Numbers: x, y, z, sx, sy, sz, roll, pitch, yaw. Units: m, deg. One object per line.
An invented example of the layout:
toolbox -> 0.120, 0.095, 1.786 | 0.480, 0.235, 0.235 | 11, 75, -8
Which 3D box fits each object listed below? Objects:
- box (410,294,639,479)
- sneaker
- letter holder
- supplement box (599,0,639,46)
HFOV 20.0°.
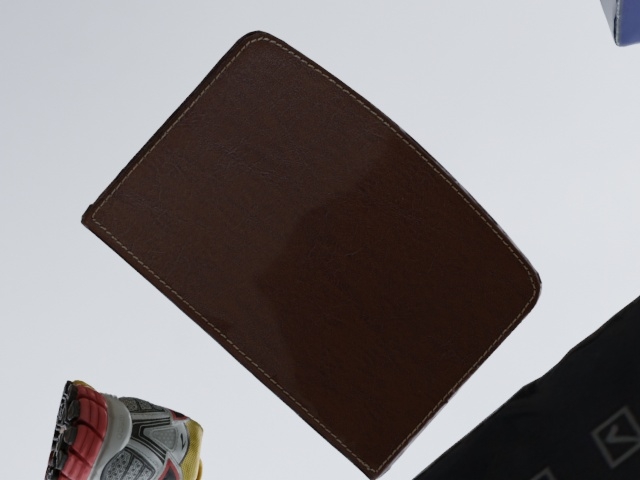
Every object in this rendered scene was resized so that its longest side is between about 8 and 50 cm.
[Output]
box -> 0.295, 0.185, 0.462 | 0.472, 0.297, 0.480 | -43, -130, 20
sneaker -> -0.123, 0.155, 1.101 | 0.225, 0.092, 0.088 | 122, -22, -67
letter holder -> 0.000, 0.000, 1.429 | 0.214, 0.302, 0.152 | -48, -177, 3
supplement box -> 0.328, -0.278, 1.098 | 0.356, 0.195, 0.194 | -11, -129, -4
